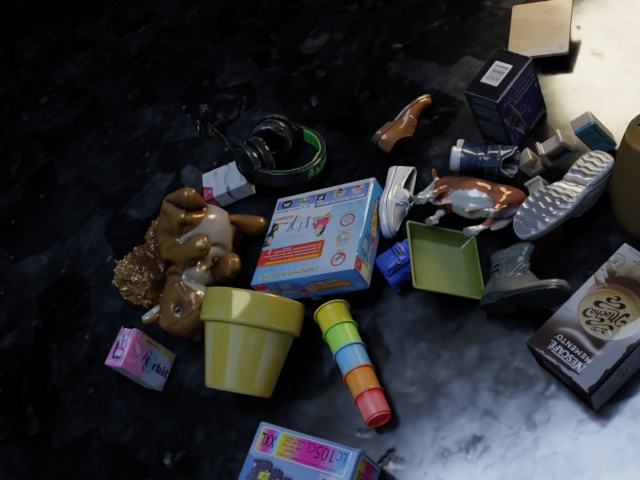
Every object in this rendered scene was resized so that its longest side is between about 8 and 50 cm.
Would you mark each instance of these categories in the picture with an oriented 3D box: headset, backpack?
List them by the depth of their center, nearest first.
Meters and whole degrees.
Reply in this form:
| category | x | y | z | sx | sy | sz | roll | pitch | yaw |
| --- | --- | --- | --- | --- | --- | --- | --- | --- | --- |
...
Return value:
| category | x | y | z | sx | sy | sz | roll | pitch | yaw |
| --- | --- | --- | --- | --- | --- | --- | --- | --- | --- |
| backpack | 0.207 | 0.054 | 1.831 | 0.120 | 0.101 | 0.098 | -33 | 56 | 1 |
| headset | -0.174 | -0.291 | 2.187 | 0.394 | 0.185 | 0.243 | 15 | 47 | 20 |

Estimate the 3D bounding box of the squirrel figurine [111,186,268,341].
| category | x | y | z | sx | sy | sz | roll | pitch | yaw |
| --- | --- | --- | --- | --- | --- | --- | --- | --- | --- |
| squirrel figurine | -0.384 | 0.092 | 2.072 | 0.397 | 0.281 | 0.370 | -11 | 64 | 40 |

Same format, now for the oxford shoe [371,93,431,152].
| category | x | y | z | sx | sy | sz | roll | pitch | yaw |
| --- | --- | --- | --- | --- | --- | --- | --- | --- | --- |
| oxford shoe | 0.243 | -0.326 | 2.100 | 0.212 | 0.076 | 0.076 | -44 | 79 | -6 |

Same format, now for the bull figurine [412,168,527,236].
| category | x | y | z | sx | sy | sz | roll | pitch | yaw |
| --- | --- | --- | --- | --- | --- | --- | --- | --- | --- |
| bull figurine | 0.340 | -0.096 | 1.797 | 0.310 | 0.101 | 0.188 | 10 | 33 | 41 |

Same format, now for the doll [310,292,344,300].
| category | x | y | z | sx | sy | sz | roll | pitch | yaw |
| --- | --- | --- | --- | --- | --- | --- | --- | --- | --- |
| doll | 0.046 | 0.088 | 1.932 | 0.189 | 0.046 | 0.129 | -41 | 42 | -4 |

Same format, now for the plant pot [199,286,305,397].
| category | x | y | z | sx | sy | sz | roll | pitch | yaw |
| --- | --- | --- | --- | --- | --- | --- | --- | --- | --- |
| plant pot | -0.180 | 0.255 | 1.834 | 0.254 | 0.254 | 0.238 | 3 | 77 | 31 |

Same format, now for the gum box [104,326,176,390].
| category | x | y | z | sx | sy | sz | roll | pitch | yaw |
| --- | --- | --- | --- | --- | --- | --- | --- | --- | --- |
| gum box | -0.477 | 0.313 | 1.979 | 0.062 | 0.188 | 0.107 | 3 | 62 | 31 |

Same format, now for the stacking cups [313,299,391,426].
| category | x | y | z | sx | sy | sz | roll | pitch | yaw |
| --- | --- | --- | --- | --- | --- | --- | --- | --- | --- |
| stacking cups | 0.072 | 0.288 | 1.752 | 0.096 | 0.096 | 0.316 | -29 | 50 | 9 |

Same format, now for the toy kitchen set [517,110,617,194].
| category | x | y | z | sx | sy | sz | roll | pitch | yaw |
| --- | --- | --- | --- | --- | --- | --- | --- | --- | --- |
| toy kitchen set | 0.598 | -0.168 | 1.774 | 0.207 | 0.122 | 0.166 | -33 | 46 | 33 |

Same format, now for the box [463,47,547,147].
| category | x | y | z | sx | sy | sz | roll | pitch | yaw |
| --- | --- | --- | --- | --- | --- | --- | --- | --- | --- |
| box | 0.469 | -0.352 | 1.884 | 0.108 | 0.207 | 0.153 | 30 | 78 | 39 |

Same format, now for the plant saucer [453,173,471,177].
| category | x | y | z | sx | sy | sz | roll | pitch | yaw |
| --- | --- | --- | --- | --- | --- | --- | --- | --- | --- |
| plant saucer | 0.354 | -0.142 | 1.934 | 0.083 | 0.015 | 0.083 | -14 | 54 | 20 |

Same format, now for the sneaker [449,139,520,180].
| category | x | y | z | sx | sy | sz | roll | pitch | yaw |
| --- | --- | --- | --- | --- | --- | --- | --- | --- | --- |
| sneaker | 0.412 | -0.204 | 1.863 | 0.164 | 0.226 | 0.086 | 4 | 104 | 13 |

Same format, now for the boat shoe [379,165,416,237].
| category | x | y | z | sx | sy | sz | roll | pitch | yaw |
| --- | --- | --- | --- | --- | --- | --- | --- | --- | --- |
| boat shoe | 0.206 | -0.110 | 1.950 | 0.076 | 0.083 | 0.226 | -8 | 55 | 26 |

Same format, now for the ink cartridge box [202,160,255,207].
| category | x | y | z | sx | sy | sz | roll | pitch | yaw |
| --- | --- | --- | --- | --- | --- | --- | --- | --- | --- |
| ink cartridge box | -0.279 | -0.173 | 2.278 | 0.151 | 0.063 | 0.109 | -20 | 52 | 15 |

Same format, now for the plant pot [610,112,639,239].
| category | x | y | z | sx | sy | sz | roll | pitch | yaw |
| --- | --- | --- | --- | --- | --- | --- | --- | --- | --- |
| plant pot | 0.722 | -0.155 | 1.581 | 0.237 | 0.254 | 0.237 | -15 | 54 | 21 |

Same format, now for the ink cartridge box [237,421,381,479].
| category | x | y | z | sx | sy | sz | roll | pitch | yaw |
| --- | --- | --- | --- | --- | --- | --- | --- | --- | --- |
| ink cartridge box | -0.065 | 0.617 | 1.574 | 0.270 | 0.151 | 0.395 | 6 | 64 | 32 |

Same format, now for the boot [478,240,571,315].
| category | x | y | z | sx | sy | sz | roll | pitch | yaw |
| --- | --- | --- | --- | --- | --- | --- | --- | --- | --- |
| boot | 0.449 | 0.068 | 1.643 | 0.246 | 0.083 | 0.161 | -20 | 47 | 55 |

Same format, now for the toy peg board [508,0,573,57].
| category | x | y | z | sx | sy | sz | roll | pitch | yaw |
| --- | --- | --- | --- | --- | --- | --- | --- | --- | --- |
| toy peg board | 0.610 | -0.563 | 2.049 | 0.161 | 0.079 | 0.160 | 1 | 76 | 30 |

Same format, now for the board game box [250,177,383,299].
| category | x | y | z | sx | sy | sz | roll | pitch | yaw |
| --- | --- | --- | --- | --- | --- | --- | --- | --- | --- |
| board game box | 0.000 | 0.000 | 1.946 | 0.308 | 0.086 | 0.301 | -10 | 47 | 30 |

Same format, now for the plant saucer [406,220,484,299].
| category | x | y | z | sx | sy | sz | roll | pitch | yaw |
| --- | --- | --- | --- | --- | --- | --- | --- | --- | --- |
| plant saucer | 0.286 | 0.056 | 1.766 | 0.045 | 0.188 | 0.188 | 122 | 153 | -50 |

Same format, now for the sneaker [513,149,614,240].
| category | x | y | z | sx | sy | sz | roll | pitch | yaw |
| --- | --- | --- | --- | --- | --- | --- | --- | --- | --- |
| sneaker | 0.564 | -0.079 | 1.695 | 0.281 | 0.115 | 0.105 | -36 | 42 | -8 |

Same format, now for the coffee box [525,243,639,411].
| category | x | y | z | sx | sy | sz | roll | pitch | yaw |
| --- | --- | --- | --- | --- | --- | --- | --- | --- | --- |
| coffee box | 0.590 | 0.176 | 1.519 | 0.297 | 0.119 | 0.168 | -44 | 50 | -4 |
